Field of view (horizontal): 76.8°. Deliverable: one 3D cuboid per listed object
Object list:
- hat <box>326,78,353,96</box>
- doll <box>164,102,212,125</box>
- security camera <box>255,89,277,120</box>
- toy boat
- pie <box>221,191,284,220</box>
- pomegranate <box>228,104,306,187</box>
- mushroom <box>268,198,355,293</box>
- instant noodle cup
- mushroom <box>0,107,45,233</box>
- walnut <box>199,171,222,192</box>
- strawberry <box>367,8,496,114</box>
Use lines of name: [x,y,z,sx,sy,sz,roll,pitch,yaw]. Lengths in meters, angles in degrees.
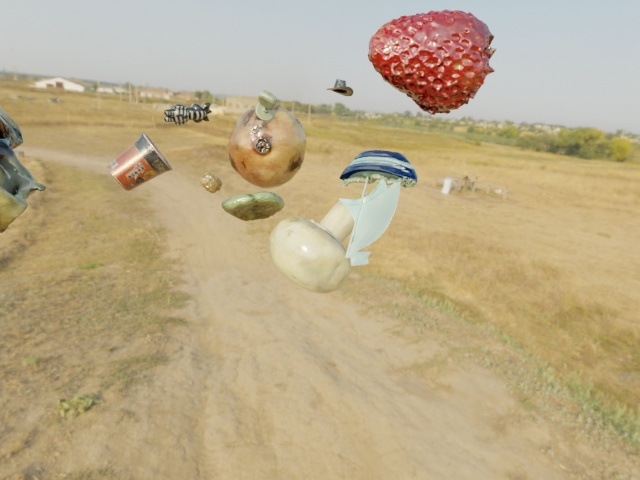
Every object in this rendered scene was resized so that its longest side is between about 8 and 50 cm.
hat: [0.078,-0.607,1.594,0.121,0.050,0.121,9,8,-1]
doll: [-0.577,-0.554,1.764,0.219,0.091,0.067,-20,47,-38]
security camera: [-0.138,-0.360,1.061,0.058,0.058,0.092,-1,-9,-19]
toy boat: [0.115,-0.079,0.971,0.221,0.291,0.067,7,-16,38]
pie: [-0.249,-0.123,1.482,0.241,0.054,0.240,-8,-12,-2]
pomegranate: [-0.205,-0.365,1.576,0.322,0.322,0.322,5,18,-2]
mushroom: [0.000,0.000,1.324,0.314,0.336,0.314,33,-17,11]
instant noodle cup: [-0.507,-0.211,1.126,0.136,0.127,0.127,-37,29,-8]
mushroom: [-0.564,-0.151,0.563,0.212,0.292,0.217,-36,48,4]
walnut: [-0.479,-0.253,1.773,0.079,0.096,0.082,-55,12,-31]
strawberry: [0.216,-0.379,0.842,0.245,0.205,0.205,3,18,-12]
